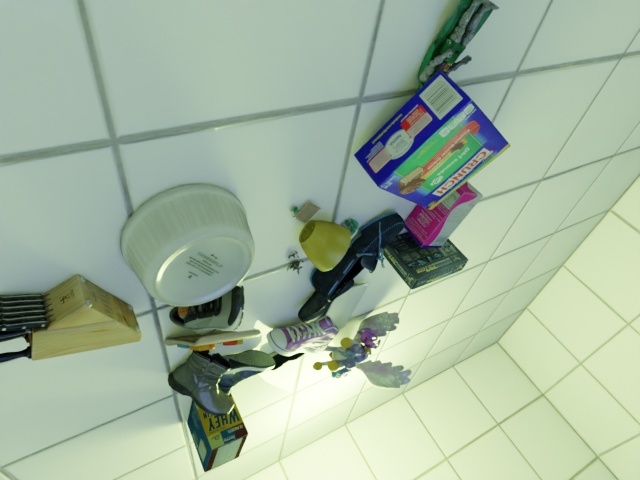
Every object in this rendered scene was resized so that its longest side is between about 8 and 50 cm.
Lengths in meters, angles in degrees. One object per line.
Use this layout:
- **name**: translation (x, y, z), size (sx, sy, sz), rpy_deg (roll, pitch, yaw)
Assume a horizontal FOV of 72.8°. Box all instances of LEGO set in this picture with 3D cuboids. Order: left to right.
- **LEGO set**: translation (-0.074, 0.062, 1.237), size (0.054, 0.023, 0.083), rpy_deg (-16, 129, -31)

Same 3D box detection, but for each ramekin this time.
- **ramekin**: translation (-0.265, 0.024, 0.916), size (0.273, 0.127, 0.273), rpy_deg (-23, 145, -17)

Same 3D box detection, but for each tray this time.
- **tray**: translation (0.070, 0.247, 1.584), size (0.145, 0.030, 0.270), rpy_deg (-9, 139, -34)

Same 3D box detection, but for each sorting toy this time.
- **sorting toy**: translation (-0.296, 0.274, 1.192), size (0.193, 0.038, 0.208), rpy_deg (2, 168, -43)
- **sorting toy**: translation (-0.042, -0.075, 1.096), size (0.062, 0.012, 0.083), rpy_deg (-40, 150, 16)

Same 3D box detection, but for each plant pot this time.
- **plant pot**: translation (0.000, 0.000, 1.143), size (0.095, 0.134, 0.134), rpy_deg (34, 110, -26)

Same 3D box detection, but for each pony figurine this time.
- **pony figurine**: translation (0.146, 0.443, 1.727), size (0.351, 0.302, 0.363), rpy_deg (-14, 161, 29)

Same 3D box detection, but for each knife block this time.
- **knife block**: translation (-0.554, 0.190, 0.903), size (0.242, 0.088, 0.275), rpy_deg (-32, 147, -3)

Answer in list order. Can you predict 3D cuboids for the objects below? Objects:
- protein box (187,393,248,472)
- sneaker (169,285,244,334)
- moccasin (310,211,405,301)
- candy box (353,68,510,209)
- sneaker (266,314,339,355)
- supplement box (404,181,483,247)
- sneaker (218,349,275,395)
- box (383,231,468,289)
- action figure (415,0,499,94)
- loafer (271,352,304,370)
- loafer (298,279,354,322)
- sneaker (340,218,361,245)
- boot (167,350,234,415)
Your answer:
- **protein box**: translation (-0.376, 0.677, 1.566), size (0.136, 0.200, 0.201), rpy_deg (-10, 139, -34)
- **sneaker**: translation (-0.273, 0.172, 1.053), size (0.108, 0.100, 0.271), rpy_deg (17, 149, -40)
- **moccasin**: translation (0.131, 0.059, 1.322), size (0.342, 0.117, 0.138), rpy_deg (-42, 146, 10)
- **candy box**: translation (0.281, -0.221, 1.062), size (0.268, 0.122, 0.317), rpy_deg (-43, 152, 24)
- **sneaker**: translation (-0.047, 0.306, 1.480), size (0.161, 0.102, 0.282), rpy_deg (-47, 146, 22)
- **supplement box**: translation (0.379, -0.093, 1.360), size (0.111, 0.114, 0.220), rpy_deg (2, 133, -42)
- **sneaker**: translation (-0.276, 0.460, 1.478), size (0.226, 0.086, 0.163), rpy_deg (6, 121, -36)
- **box**: translation (0.342, 0.048, 1.439), size (0.233, 0.183, 0.059), rpy_deg (-17, 143, -27)
- **action figure**: translation (0.278, -0.404, 0.932), size (0.137, 0.063, 0.232), rpy_deg (-5, 140, -42)
- **loafer**: translation (-0.123, 0.428, 1.624), size (0.170, 0.062, 0.061), rpy_deg (-24, 167, -12)
- **loafer**: translation (0.010, 0.178, 1.409), size (0.223, 0.076, 0.078), rpy_deg (-41, 142, 0)
- **sneaker**: translation (0.056, 0.013, 1.253), size (0.166, 0.065, 0.076), rpy_deg (-40, 151, 9)
- **boot**: translation (-0.329, 0.434, 1.336), size (0.161, 0.083, 0.246), rpy_deg (-42, 115, 14)
